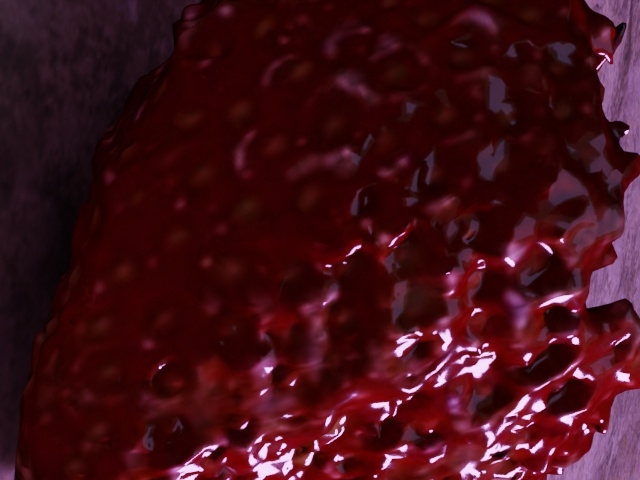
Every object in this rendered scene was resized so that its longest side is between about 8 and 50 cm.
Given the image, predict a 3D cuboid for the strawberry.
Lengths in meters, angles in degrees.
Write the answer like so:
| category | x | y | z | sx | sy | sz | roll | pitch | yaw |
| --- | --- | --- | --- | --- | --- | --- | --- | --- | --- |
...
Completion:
| category | x | y | z | sx | sy | sz | roll | pitch | yaw |
| --- | --- | --- | --- | --- | --- | --- | --- | --- | --- |
| strawberry | 0.000 | 0.002 | 0.600 | 0.261 | 0.258 | 0.261 | 172 | -90 | -86 |
